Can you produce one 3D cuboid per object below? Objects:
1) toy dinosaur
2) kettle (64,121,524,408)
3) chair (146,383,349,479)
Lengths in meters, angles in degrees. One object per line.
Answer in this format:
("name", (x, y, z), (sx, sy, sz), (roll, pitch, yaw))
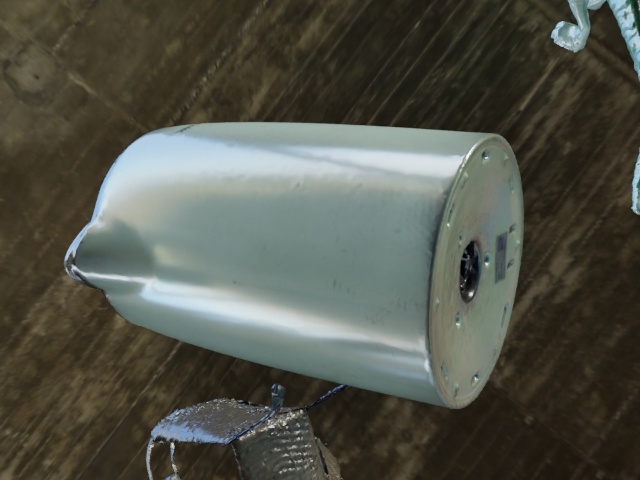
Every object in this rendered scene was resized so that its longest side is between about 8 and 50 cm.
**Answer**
("toy dinosaur", (0.235, -0.190, 0.813), (0.076, 0.129, 0.383), (-8, -105, -2))
("kettle", (0.000, 0.000, 0.656), (0.255, 0.240, 0.165), (6, -73, 28))
("chair", (-0.038, 0.187, 0.824), (0.174, 0.213, 0.149), (-16, -91, -44))
